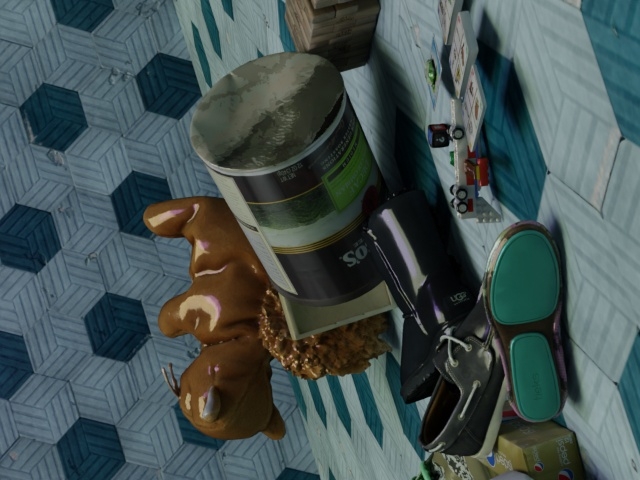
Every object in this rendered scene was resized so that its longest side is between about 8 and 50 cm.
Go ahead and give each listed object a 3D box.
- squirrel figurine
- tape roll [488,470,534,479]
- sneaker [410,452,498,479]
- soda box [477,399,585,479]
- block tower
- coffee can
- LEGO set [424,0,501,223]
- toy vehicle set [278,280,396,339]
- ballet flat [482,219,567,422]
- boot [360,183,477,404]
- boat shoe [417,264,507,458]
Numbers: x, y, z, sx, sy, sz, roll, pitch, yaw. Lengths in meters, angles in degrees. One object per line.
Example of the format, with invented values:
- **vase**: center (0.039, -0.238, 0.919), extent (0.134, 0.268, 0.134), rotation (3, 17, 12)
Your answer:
- **squirrel figurine**: center (-0.093, 0.133, 1.928), extent (0.281, 0.397, 0.370), rotation (34, -124, -49)
- **tape roll**: center (0.212, 0.382, 1.198), extent (0.286, 0.100, 0.286), rotation (59, 164, 28)
- **sneaker**: center (0.152, 0.356, 1.523), extent (0.158, 0.182, 0.410), rotation (-118, 15, -47)
- **soda box**: center (0.219, 0.224, 1.293), extent (0.181, 0.061, 0.058), rotation (-167, 61, -78)
- **block tower**: center (0.018, -0.313, 1.421), extent (0.335, 0.091, 0.097), rotation (103, 150, -69)
- **coffee can**: center (-0.023, -0.074, 1.530), extent (0.201, 0.202, 0.275), rotation (63, -179, 44)
- **LEGO set**: center (0.149, -0.136, 1.204), extent (0.244, 0.060, 0.182), rotation (94, 170, -59)
- **toy vehicle set**: center (0.000, 0.000, 1.802), extent (0.035, 0.166, 0.266), rotation (179, 75, -79)
- **ballet flat**: center (0.199, 0.071, 1.156), extent (0.079, 0.077, 0.221), rotation (-83, -18, -64)
- **boot**: center (0.120, 0.069, 1.469), extent (0.246, 0.094, 0.207), rotation (106, 142, -60)
- **boat shoe**: center (0.160, 0.124, 1.253), extent (0.084, 0.079, 0.233), rotation (-109, 29, -68)
